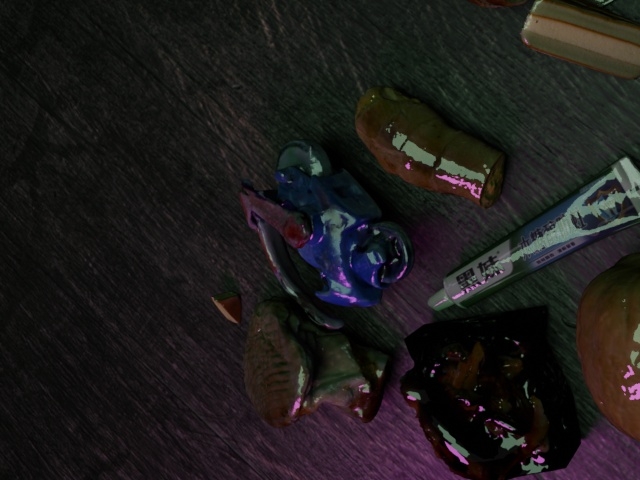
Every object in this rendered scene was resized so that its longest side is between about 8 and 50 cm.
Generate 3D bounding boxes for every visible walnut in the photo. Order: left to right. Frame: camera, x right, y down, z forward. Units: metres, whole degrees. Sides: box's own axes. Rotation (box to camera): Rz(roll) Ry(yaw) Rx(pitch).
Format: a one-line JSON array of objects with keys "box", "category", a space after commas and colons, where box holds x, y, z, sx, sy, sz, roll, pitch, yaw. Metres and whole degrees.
[{"box": [0.469, 0.149, 1.314, 0.283, 0.227, 0.283, 50, 149, 45], "category": "walnut"}]

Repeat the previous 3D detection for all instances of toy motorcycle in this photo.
[{"box": [0.018, -0.007, 1.598, 0.319, 0.182, 0.241, 48, 156, 26], "category": "toy motorcycle"}]

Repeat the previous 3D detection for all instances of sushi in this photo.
[{"box": [0.245, 0.245, 1.476, 0.215, 0.212, 0.227, -12, 95, 31], "category": "sushi"}]

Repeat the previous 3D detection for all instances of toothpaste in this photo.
[{"box": [0.321, 0.012, 1.470, 0.392, 0.061, 0.099, -34, 80, 30], "category": "toothpaste"}]

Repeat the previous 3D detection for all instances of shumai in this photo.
[{"box": [-0.012, 0.215, 1.687, 0.272, 0.203, 0.222, 52, 135, 48], "category": "shumai"}]

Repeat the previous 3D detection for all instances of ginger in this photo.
[{"box": [0.164, -0.142, 1.508, 0.263, 0.116, 0.109, 31, 155, 17], "category": "ginger"}]

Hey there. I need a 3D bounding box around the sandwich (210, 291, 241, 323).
[{"box": [-0.169, 0.116, 1.798, 0.031, 0.044, 0.083, 12, 149, 33], "category": "sandwich"}]

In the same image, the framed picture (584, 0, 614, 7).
[{"box": [0.370, -0.398, 1.384, 0.109, 0.011, 0.149, -25, 87, 32], "category": "framed picture"}]

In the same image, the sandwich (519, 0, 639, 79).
[{"box": [0.370, -0.278, 1.341, 0.163, 0.113, 0.079, 30, 118, 17], "category": "sandwich"}]

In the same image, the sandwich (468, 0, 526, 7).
[{"box": [0.247, -0.471, 1.309, 0.099, 0.254, 0.288, 28, 100, 33], "category": "sandwich"}]
